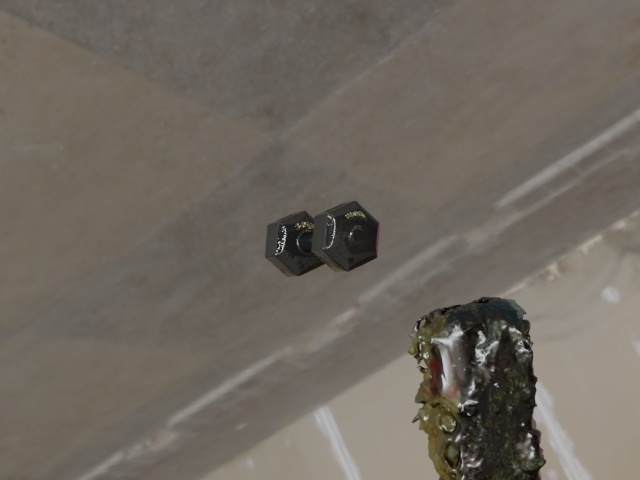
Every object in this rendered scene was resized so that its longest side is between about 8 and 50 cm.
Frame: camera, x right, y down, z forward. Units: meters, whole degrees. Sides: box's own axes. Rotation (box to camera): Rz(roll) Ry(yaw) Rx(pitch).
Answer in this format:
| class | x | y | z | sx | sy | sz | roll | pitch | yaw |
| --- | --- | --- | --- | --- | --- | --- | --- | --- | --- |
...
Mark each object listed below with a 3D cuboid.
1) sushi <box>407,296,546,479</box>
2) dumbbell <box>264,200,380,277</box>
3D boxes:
| class | x | y | z | sx | sy | sz | roll | pitch | yaw |
| --- | --- | --- | --- | --- | --- | --- | --- | --- | --- |
| sushi | 0.152 | 0.161 | 1.034 | 0.115 | 0.213 | 0.147 | -7 | -167 | -3 |
| dumbbell | 0.000 | 0.000 | 0.593 | 0.036 | 0.040 | 0.083 | 10 | 171 | -28 |
